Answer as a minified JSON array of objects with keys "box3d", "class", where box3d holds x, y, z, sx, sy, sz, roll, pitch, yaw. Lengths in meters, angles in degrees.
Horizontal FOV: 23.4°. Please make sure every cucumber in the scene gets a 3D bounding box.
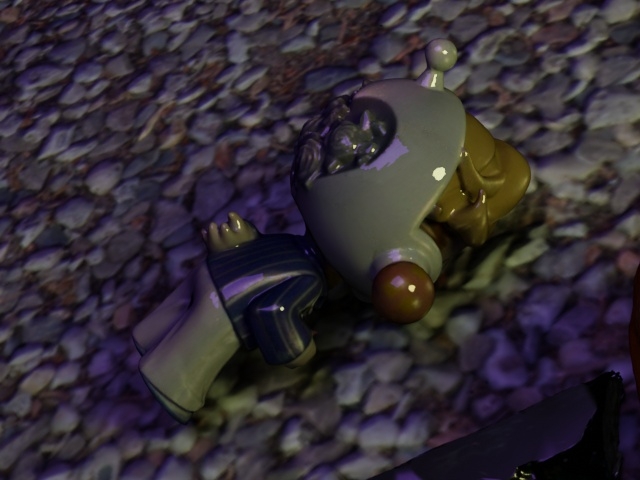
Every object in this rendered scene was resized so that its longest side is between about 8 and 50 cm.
[{"box3d":[0.077,0.138,0.845,0.220,0.046,0.070,-27,46,3],"class":"cucumber"}]

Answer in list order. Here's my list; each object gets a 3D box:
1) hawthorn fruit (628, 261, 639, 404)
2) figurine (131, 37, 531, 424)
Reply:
[{"box3d":[0.232,0.041,0.755,0.189,0.189,0.189,-17,40,15],"class":"hawthorn fruit"},{"box3d":[-0.004,-0.002,0.991,0.274,0.133,0.194,-28,24,24],"class":"figurine"}]
